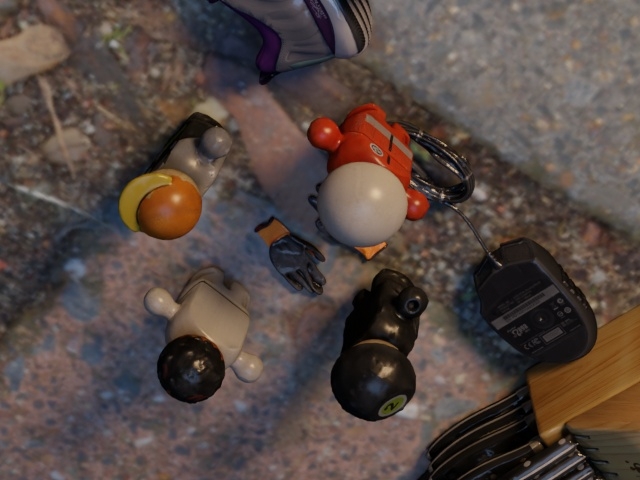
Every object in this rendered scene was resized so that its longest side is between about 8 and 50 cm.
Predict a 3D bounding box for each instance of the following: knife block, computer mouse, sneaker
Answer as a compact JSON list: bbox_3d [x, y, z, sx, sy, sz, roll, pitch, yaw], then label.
[{"bbox_3d":[0.220,0.126,1.204,0.276,0.242,0.088,-50,116,-28],"label":"knife block"},{"bbox_3d":[0.124,-0.001,1.160,0.071,0.041,0.242,-32,108,29],"label":"computer mouse"},{"bbox_3d":[-0.053,-0.207,1.030,0.098,0.083,0.224,-20,112,21],"label":"sneaker"}]

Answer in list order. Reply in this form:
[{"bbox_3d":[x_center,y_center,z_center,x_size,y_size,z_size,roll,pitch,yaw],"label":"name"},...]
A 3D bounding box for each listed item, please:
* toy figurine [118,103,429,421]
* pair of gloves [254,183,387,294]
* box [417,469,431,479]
[{"bbox_3d":[-0.028,0.017,1.086,0.209,0.148,0.213,1,118,6],"label":"toy figurine"},{"bbox_3d":[0.000,0.000,1.167,0.083,0.010,0.074,-34,112,15],"label":"pair of gloves"},{"bbox_3d":[0.106,0.236,1.260,0.083,0.052,0.062,37,109,-17],"label":"box"}]
